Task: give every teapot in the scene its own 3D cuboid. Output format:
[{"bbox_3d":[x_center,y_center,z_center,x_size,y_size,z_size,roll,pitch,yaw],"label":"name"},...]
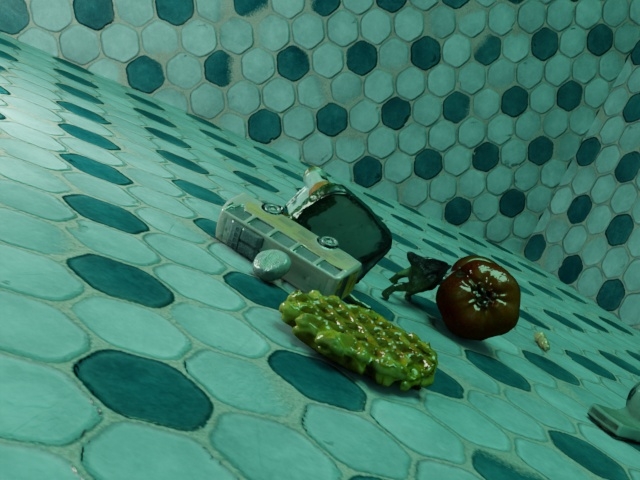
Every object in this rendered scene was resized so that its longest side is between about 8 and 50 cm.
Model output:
[{"bbox_3d":[0.496,0.149,2.368,0.178,0.135,0.252,-14,48,-17],"label":"teapot"}]

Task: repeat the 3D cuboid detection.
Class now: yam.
[{"bbox_3d":[0.015,0.097,1.729,0.234,0.027,0.029,29,43,14],"label":"yam"}]

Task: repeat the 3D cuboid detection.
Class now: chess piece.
[{"bbox_3d":[0.653,0.299,2.235,0.035,0.035,0.092,25,15,-6],"label":"chess piece"}]

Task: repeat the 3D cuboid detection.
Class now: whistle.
[{"bbox_3d":[0.763,0.385,1.761,0.289,0.164,0.163,19,13,-34],"label":"whistle"}]

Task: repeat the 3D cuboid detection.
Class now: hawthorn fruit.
[{"bbox_3d":[0.393,0.157,1.922,0.207,0.207,0.243,29,-9,12],"label":"hawthorn fruit"}]

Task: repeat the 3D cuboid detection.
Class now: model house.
[{"bbox_3d":[0.017,-0.070,1.896,0.253,0.184,0.291,38,12,-32],"label":"model house"}]

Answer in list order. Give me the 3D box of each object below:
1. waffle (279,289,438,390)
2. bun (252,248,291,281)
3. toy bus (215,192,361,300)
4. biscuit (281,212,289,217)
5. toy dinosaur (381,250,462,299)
[{"bbox_3d":[0.077,0.179,1.396,0.302,0.068,0.325,29,13,17],"label":"waffle"},{"bbox_3d":[-0.100,0.054,1.580,0.083,0.083,0.045,36,-26,40],"label":"bun"},{"bbox_3d":[-0.076,0.018,1.682,0.342,0.097,0.138,30,33,20],"label":"toy bus"},{"bbox_3d":[0.000,0.000,2.117,0.317,0.040,0.318,25,10,-5],"label":"biscuit"},{"bbox_3d":[0.265,0.092,1.961,0.294,0.162,0.077,7,53,-57],"label":"toy dinosaur"}]
